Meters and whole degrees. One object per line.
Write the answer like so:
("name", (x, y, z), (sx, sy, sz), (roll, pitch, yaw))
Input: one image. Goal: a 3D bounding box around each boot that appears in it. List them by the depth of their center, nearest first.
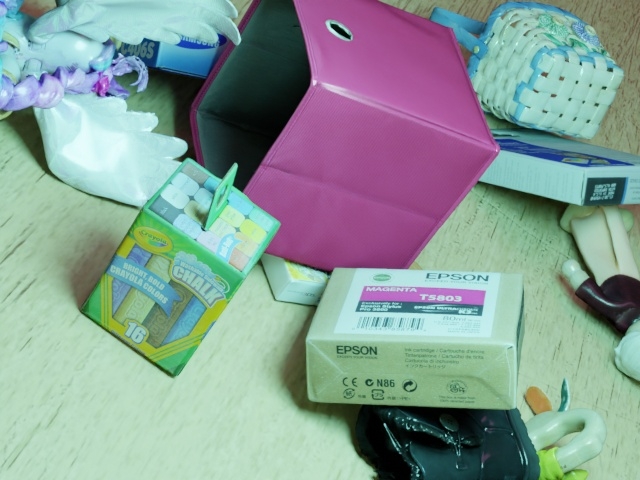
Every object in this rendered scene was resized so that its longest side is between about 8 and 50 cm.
("boot", (0.129, 0.192, 1.695), (0.207, 0.094, 0.246), (8, 45, -38))

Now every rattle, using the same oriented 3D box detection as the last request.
("rattle", (0.309, 0.269, 1.796), (0.143, 0.130, 0.200), (44, 6, -9))

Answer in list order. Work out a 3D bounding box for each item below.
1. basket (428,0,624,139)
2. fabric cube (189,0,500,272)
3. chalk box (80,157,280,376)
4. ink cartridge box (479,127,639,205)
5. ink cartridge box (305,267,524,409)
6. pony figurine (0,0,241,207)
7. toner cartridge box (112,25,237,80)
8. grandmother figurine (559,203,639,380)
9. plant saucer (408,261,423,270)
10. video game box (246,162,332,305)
("basket", (0.343, -0.295, 2.398), (0.255, 0.201, 0.289), (7, 22, -38))
("fabric cube", (0.020, -0.136, 1.764), (0.258, 0.259, 0.254), (17, 37, -26))
("chalk box", (-0.138, 0.012, 1.561), (0.132, 0.213, 0.132), (36, 33, -2))
("ink cartridge box", (0.365, -0.115, 2.253), (0.307, 0.072, 0.303), (16, 15, 42))
("ink cartridge box", (0.113, 0.109, 1.665), (0.234, 0.088, 0.193), (1, 24, 10))
("pony figurine", (-0.301, -0.218, 1.680), (0.351, 0.303, 0.363), (4, 33, -20))
("toner cartridge box", (-0.106, -0.244, 1.956), (0.348, 0.075, 0.165), (7, 5, -38))
("grandmother figurine", (0.443, 0.073, 2.129), (0.208, 0.104, 0.342), (11, 38, -21))
("plant saucer", (0.111, 0.045, 1.931), (0.083, 0.013, 0.083), (24, 35, -18))
("video game box", (0.000, 0.000, 1.854), (0.187, 0.048, 0.205), (12, 40, -35))
